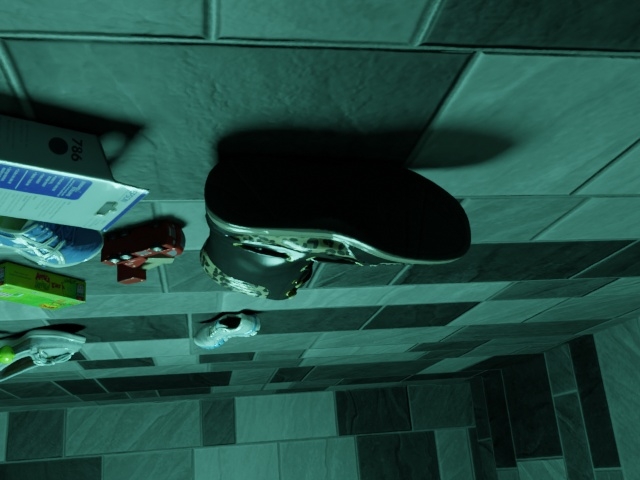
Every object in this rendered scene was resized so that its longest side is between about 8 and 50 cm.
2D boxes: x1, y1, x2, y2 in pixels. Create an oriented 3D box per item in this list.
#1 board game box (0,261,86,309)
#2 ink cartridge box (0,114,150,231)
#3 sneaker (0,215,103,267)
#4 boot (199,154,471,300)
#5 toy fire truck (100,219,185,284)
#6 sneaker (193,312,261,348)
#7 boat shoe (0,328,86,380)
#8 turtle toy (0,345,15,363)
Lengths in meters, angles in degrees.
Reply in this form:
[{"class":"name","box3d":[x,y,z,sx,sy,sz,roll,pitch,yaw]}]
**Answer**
[{"class":"board game box","box3d":[-0.547,0.090,1.281,0.092,0.043,0.181,-14,159,26]},{"class":"ink cartridge box","box3d":[-0.384,-0.085,0.786,0.332,0.065,0.165,11,155,-36]},{"class":"sneaker","box3d":[-0.404,-0.012,0.966,0.081,0.080,0.211,-17,159,40]},{"class":"boot","box3d":[0.000,0.000,1.011,0.377,0.138,0.284,5,158,-16]},{"class":"toy fire truck","box3d":[-0.295,0.023,1.145,0.192,0.047,0.135,-14,160,22]},{"class":"sneaker","box3d":[-0.251,0.219,1.713,0.190,0.071,0.083,-22,150,20]},{"class":"boat shoe","box3d":[-0.733,0.293,1.733,0.320,0.103,0.118,-13,160,22]},{"class":"turtle toy","box3d":[-0.816,0.264,1.657,0.130,0.066,0.095,39,146,-14]}]
